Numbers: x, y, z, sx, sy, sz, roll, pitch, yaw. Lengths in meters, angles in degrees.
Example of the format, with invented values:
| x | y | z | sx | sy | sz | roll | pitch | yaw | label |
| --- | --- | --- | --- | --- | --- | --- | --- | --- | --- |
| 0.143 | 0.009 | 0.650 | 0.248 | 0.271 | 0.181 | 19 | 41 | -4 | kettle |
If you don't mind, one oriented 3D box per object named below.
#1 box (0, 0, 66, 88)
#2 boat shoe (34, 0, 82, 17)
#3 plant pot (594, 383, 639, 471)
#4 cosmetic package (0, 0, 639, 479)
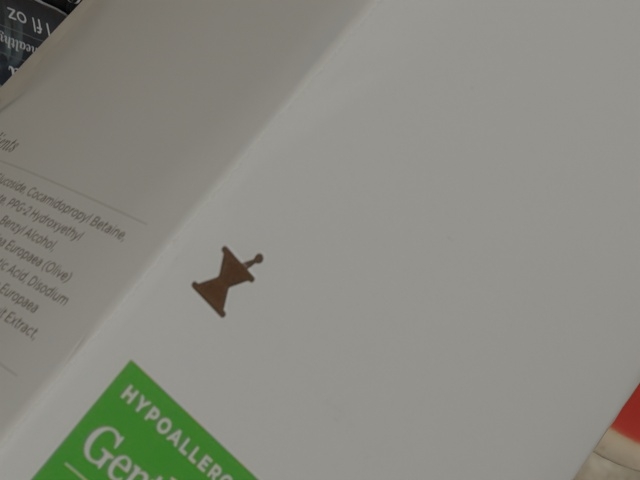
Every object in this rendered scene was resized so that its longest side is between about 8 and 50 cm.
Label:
| x | y | z | sx | sy | sz | roll | pitch | yaw | label |
| --- | --- | --- | --- | --- | --- | --- | --- | --- | --- |
| -0.373 | 0.033 | 1.052 | 0.480 | 0.297 | 0.471 | 14 | 62 | -56 | box |
| -0.168 | -0.209 | 1.014 | 0.105 | 0.113 | 0.306 | 13 | -15 | 24 | boat shoe |
| 0.227 | 0.000 | 0.828 | 0.275 | 0.275 | 0.243 | 35 | 27 | -14 | plant pot |
| 0.000 | 0.000 | 0.437 | 0.155 | 0.365 | 0.197 | 21 | -22 | 50 | cosmetic package |
